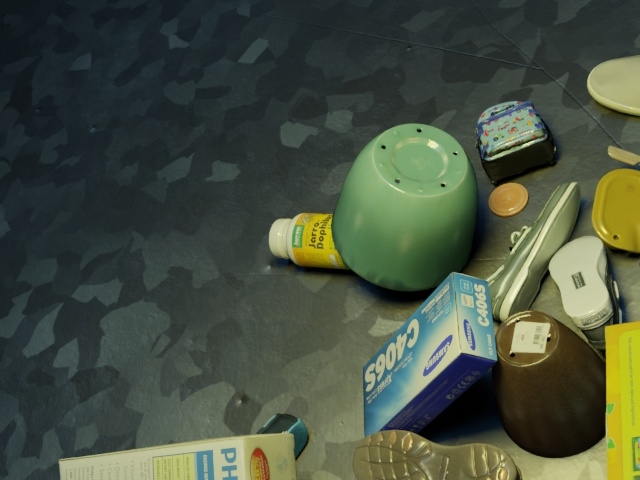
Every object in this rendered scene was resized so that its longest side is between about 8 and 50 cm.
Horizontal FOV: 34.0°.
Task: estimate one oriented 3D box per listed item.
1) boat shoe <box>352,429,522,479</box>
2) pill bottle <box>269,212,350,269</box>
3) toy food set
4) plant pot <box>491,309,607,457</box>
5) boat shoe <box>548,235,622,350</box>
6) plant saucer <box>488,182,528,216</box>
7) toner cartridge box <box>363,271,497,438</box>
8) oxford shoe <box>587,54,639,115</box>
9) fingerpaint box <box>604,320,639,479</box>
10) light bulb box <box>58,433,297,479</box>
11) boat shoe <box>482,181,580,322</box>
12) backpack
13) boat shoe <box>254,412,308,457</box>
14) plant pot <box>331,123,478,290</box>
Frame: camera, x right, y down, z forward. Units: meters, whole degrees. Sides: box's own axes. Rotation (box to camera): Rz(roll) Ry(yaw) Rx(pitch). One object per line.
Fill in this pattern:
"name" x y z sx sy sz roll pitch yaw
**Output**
"boat shoe" 0.202 0.409 1.810 0.324 0.116 0.123 3 65 38
"pill bottle" 0.000 0.000 2.231 0.208 0.118 0.118 4 57 30
"toy food set" 0.587 -0.063 2.009 0.128 0.071 0.218 15 63 9
"plant pot" 0.379 0.222 1.779 0.215 0.230 0.215 -14 50 17
"boat shoe" 0.491 0.094 1.897 0.108 0.102 0.301 -25 21 15
"plant saucer" 0.388 -0.086 2.161 0.083 0.013 0.084 -15 49 18
"toner cartridge box" 0.183 0.220 1.846 0.348 0.075 0.165 126 151 -46
"oxford shoe" 0.751 -0.333 2.084 0.449 0.130 0.169 9 62 34
"fingerpaint box" 0.626 0.304 1.554 0.371 0.163 0.445 -13 35 23
"light bulb box" -0.226 0.526 1.783 0.360 0.225 0.358 -11 79 20
"boat shoe" 0.398 0.011 2.013 0.099 0.116 0.320 22 73 34
"backpack" 0.399 -0.228 2.198 0.158 0.117 0.173 -19 46 13
"boat shoe" -0.131 0.437 1.990 0.258 0.109 0.089 -39 37 -27
"plant pot" 0.178 -0.086 2.049 0.292 0.235 0.293 3 53 -4
